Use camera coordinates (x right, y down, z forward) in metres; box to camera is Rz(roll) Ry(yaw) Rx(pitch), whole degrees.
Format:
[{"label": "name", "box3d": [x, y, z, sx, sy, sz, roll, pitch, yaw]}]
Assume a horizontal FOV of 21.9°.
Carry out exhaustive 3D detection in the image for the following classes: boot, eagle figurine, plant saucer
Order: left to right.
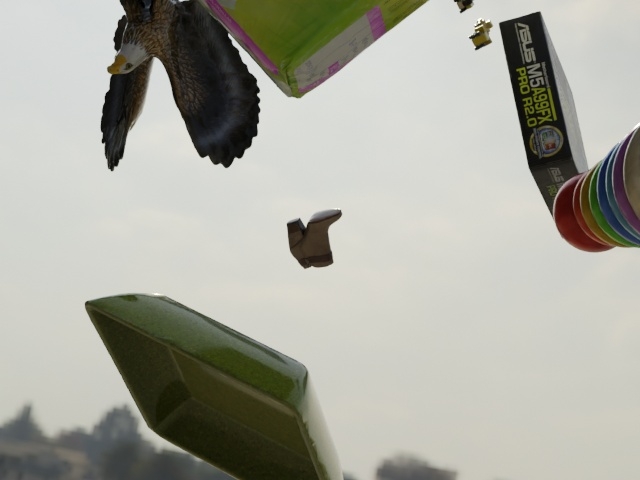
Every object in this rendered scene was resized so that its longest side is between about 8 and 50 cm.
[{"label": "eagle figurine", "box3d": [-0.229, -0.258, 2.317, 0.225, 0.298, 0.226, -26, 31, -20]}, {"label": "plant saucer", "box3d": [-0.063, 0.114, 1.188, 0.188, 0.045, 0.188, 24, -28, 27]}, {"label": "boot", "box3d": [0.000, 0.000, 2.619, 0.118, 0.087, 0.042, -11, 21, 37]}]

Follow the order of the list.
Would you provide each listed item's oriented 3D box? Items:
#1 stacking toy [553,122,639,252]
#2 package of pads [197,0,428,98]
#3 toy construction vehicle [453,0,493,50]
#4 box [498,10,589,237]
[{"label": "stacking toy", "box3d": [0.316, -0.048, 1.666, 0.141, 0.141, 0.330, 13, -8, -11]}, {"label": "package of pads", "box3d": [0.010, -0.331, 1.918, 0.229, 0.296, 0.101, 48, -8, 19]}, {"label": "toy construction vehicle", "box3d": [0.241, -0.338, 2.504, 0.035, 0.086, 0.098, -26, 6, 23]}, {"label": "box", "box3d": [0.308, -0.148, 2.197, 0.060, 0.216, 0.270, -13, -23, 13]}]
